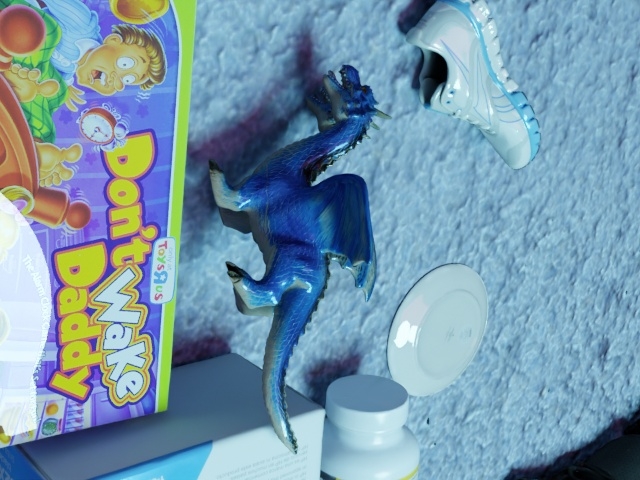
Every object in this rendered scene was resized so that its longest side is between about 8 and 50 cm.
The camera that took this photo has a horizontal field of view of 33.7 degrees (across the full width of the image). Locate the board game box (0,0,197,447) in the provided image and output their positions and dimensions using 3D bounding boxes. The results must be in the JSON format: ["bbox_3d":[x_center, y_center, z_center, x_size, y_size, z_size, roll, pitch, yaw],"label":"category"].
[{"bbox_3d":[-0.205,-0.040,0.674,0.233,0.078,0.347,-8,112,-39],"label":"board game box"}]

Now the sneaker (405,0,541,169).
[{"bbox_3d":[0.129,-0.130,0.943,0.083,0.071,0.191,-41,121,-13],"label":"sneaker"}]

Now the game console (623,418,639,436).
[{"bbox_3d":[0.456,0.246,1.364,0.122,0.071,0.107,-25,122,-31],"label":"game console"}]

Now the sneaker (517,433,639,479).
[{"bbox_3d":[0.288,0.321,1.214,0.340,0.125,0.140,-36,122,-28],"label":"sneaker"}]

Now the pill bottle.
[{"bbox_3d":[0.037,0.222,0.970,0.103,0.103,0.184,-13,115,-37],"label":"pill bottle"}]

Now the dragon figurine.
[{"bbox_3d":[0.000,0.000,0.787,0.144,0.289,0.085,-11,156,-3],"label":"dragon figurine"}]

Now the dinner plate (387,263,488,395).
[{"bbox_3d":[0.123,0.092,1.053,0.141,0.017,0.141,-18,119,-36],"label":"dinner plate"}]

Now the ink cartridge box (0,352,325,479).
[{"bbox_3d":[-0.128,0.270,0.829,0.223,0.129,0.308,-11,114,-38],"label":"ink cartridge box"}]
